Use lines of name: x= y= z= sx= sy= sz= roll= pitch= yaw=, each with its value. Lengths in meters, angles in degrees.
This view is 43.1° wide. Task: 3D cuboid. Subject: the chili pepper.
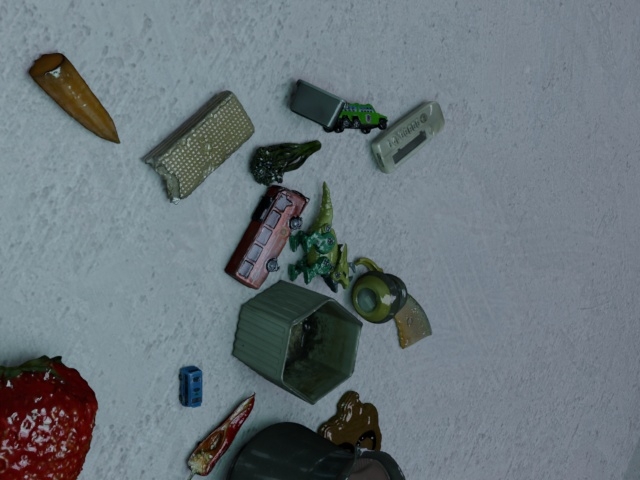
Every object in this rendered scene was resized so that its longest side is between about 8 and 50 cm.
chili pepper: x=-0.226 y=0.441 z=1.774 sx=0.268 sy=0.059 sz=0.050 roll=-51 pitch=166 yaw=-23

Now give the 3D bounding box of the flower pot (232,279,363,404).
flower pot: x=-0.051 y=0.218 z=1.775 sx=0.239 sy=0.190 sz=0.209 roll=-31 pitch=119 yaw=-30

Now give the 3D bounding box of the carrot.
carrot: x=-0.420 y=-0.242 z=1.437 sx=0.072 sy=0.072 sz=0.205 roll=-55 pitch=135 yaw=-17

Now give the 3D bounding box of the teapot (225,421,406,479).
teapot: x=0.003 y=0.591 z=1.750 sx=0.306 sy=0.362 sz=0.376 roll=-17 pitch=97 yaw=-44

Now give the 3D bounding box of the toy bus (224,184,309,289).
toy bus: x=-0.114 y=-0.010 z=1.748 sx=0.096 sy=0.073 sz=0.234 roll=33 pitch=79 yaw=-33

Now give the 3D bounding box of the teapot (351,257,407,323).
teapot: x=0.137 y=0.119 z=1.971 sx=0.119 sy=0.130 sz=0.165 roll=-11 pitch=75 yaw=-54

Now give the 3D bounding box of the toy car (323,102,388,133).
toy car: x=0.079 y=-0.279 z=1.851 sx=0.165 sy=0.071 sz=0.062 roll=-4 pitch=89 yaw=-40

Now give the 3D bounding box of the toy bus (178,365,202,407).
toy bus: x=-0.270 y=0.309 z=1.702 sx=0.038 sy=0.046 sz=0.083 roll=-7 pitch=104 yaw=-39

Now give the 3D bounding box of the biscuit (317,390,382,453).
biscuit: x=0.080 y=0.521 z=2.057 sx=0.208 sy=0.041 sz=0.290 roll=-13 pitch=108 yaw=-39

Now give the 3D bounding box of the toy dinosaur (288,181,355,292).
toy dinosaur: x=0.000 y=0.000 z=1.839 sx=0.153 sy=0.094 sz=0.259 roll=-17 pitch=103 yaw=-37

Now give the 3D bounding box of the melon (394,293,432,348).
melon: x=0.225 y=0.188 z=2.109 sx=0.098 sy=0.054 sz=0.182 roll=-28 pitch=118 yaw=-16

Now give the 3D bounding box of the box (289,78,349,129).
box: x=-0.007 y=-0.290 z=1.742 sx=0.122 sy=0.084 sz=0.069 roll=25 pitch=95 yaw=2

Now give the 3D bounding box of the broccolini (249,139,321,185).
broccolini: x=-0.066 y=-0.184 z=1.751 sx=0.203 sy=0.068 sz=0.091 roll=-31 pitch=100 yaw=-33

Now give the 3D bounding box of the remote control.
remote control: x=0.214 y=-0.257 z=1.982 sx=0.230 sy=0.049 sz=0.090 roll=-40 pitch=124 yaw=-28

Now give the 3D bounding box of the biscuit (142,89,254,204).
biscuit: x=-0.234 y=-0.186 z=1.606 sx=0.239 sy=0.062 sz=0.108 roll=-46 pitch=126 yaw=-22

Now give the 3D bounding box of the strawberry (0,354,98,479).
strawberry: x=-0.503 y=0.340 z=1.376 sx=0.257 sy=0.257 sz=0.276 roll=-7 pitch=93 yaw=-40
